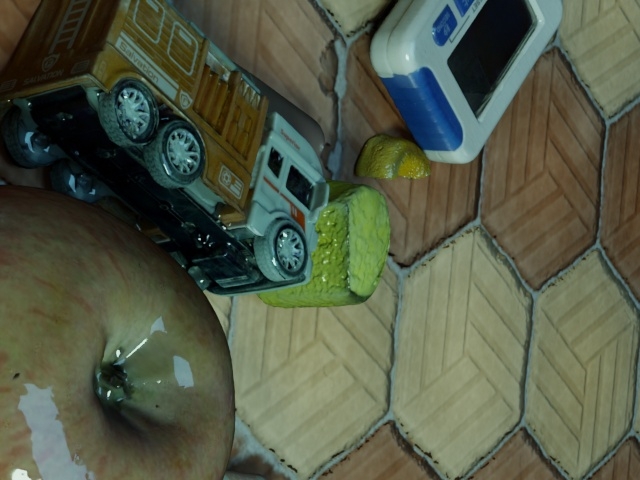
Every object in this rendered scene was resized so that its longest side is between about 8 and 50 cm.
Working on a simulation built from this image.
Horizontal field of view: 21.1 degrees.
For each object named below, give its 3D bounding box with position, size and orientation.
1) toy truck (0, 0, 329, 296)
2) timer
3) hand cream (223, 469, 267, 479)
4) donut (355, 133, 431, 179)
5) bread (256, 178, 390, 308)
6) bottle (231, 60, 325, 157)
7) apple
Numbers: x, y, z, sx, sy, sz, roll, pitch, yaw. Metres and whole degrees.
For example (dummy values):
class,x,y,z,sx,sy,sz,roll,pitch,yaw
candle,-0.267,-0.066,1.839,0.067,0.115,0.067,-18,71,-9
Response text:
class,x,y,z,sx,sy,sz,roll,pitch,yaw
toy truck,-0.122,-0.084,1.446,0.305,0.136,0.162,43,51,-39
timer,0.150,-0.220,1.798,0.253,0.078,0.178,-56,133,-30
hand cream,-0.118,0.224,1.537,0.210,0.043,0.067,11,84,-44
donut,0.079,-0.075,1.751,0.083,0.038,0.067,43,57,-39
bread,0.000,0.000,1.608,0.111,0.114,0.129,-20,110,-54
bottle,-0.054,-0.115,1.581,0.140,0.053,0.053,32,68,-46
apple,-0.206,0.117,1.232,0.345,0.269,0.344,-14,107,-56
